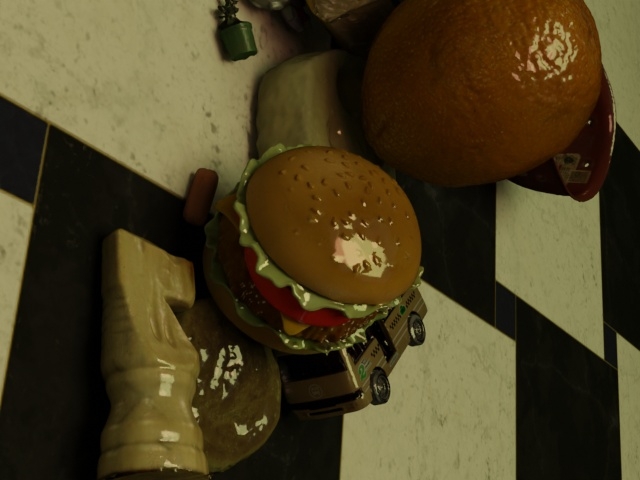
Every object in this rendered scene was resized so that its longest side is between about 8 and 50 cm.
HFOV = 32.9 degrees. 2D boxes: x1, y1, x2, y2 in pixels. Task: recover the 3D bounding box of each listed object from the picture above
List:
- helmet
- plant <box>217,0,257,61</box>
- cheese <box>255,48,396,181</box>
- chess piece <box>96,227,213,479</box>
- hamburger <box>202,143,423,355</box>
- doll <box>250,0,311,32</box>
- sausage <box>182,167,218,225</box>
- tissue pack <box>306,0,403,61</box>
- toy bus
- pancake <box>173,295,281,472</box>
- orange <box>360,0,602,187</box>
[{"bbox_3d":[0.438,-0.263,2.242,0.337,0.230,0.385,-46,122,-42],"label":"helmet"},{"bbox_3d":[-0.123,-0.308,1.540,0.051,0.051,0.102,-9,78,-58],"label":"plant"},{"bbox_3d":[0.023,-0.142,1.661,0.326,0.115,0.318,-49,122,-51],"label":"cheese"},{"bbox_3d":[-0.198,0.134,1.247,0.137,0.137,0.301,25,52,-53],"label":"chess piece"},{"bbox_3d":[0.000,0.000,1.389,0.274,0.212,0.274,16,52,-22],"label":"hamburger"},{"bbox_3d":[-0.071,-0.383,1.617,0.227,0.075,0.102,22,48,-65],"label":"doll"},{"bbox_3d":[-0.157,-0.057,1.427,0.034,0.034,0.083,45,47,-43],"label":"sausage"},{"bbox_3d":[0.059,-0.388,1.695,0.192,0.134,0.271,68,12,17],"label":"tissue pack"},{"bbox_3d":[0.044,0.135,1.597,0.289,0.139,0.157,-47,117,-53],"label":"toy bus"},{"bbox_3d":[-0.122,0.187,1.400,0.242,0.050,0.242,22,63,-53],"label":"pancake"},{"bbox_3d":[0.224,-0.233,1.563,0.322,0.357,0.322,37,37,-35],"label":"orange"}]
